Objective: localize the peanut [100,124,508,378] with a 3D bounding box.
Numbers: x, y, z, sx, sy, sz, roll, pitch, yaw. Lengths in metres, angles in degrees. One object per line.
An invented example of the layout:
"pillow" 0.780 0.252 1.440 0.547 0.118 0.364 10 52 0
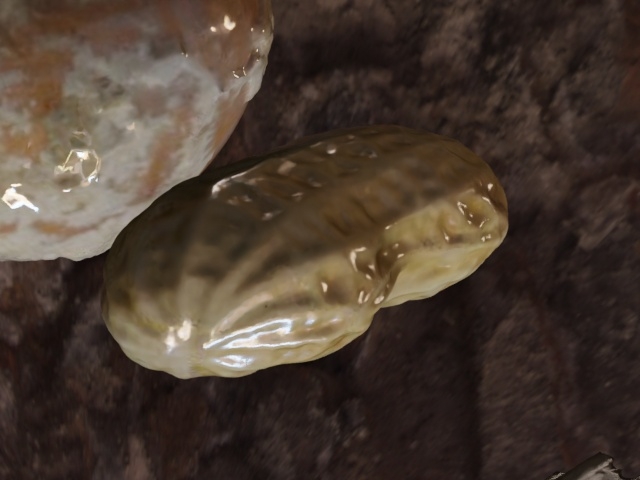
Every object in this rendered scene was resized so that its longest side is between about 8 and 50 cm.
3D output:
"peanut" 0.000 0.000 0.583 0.194 0.093 0.083 -19 -75 -29

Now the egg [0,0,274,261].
"egg" -0.137 -0.087 0.696 0.233 0.195 0.195 -20 -106 3

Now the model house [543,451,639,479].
"model house" 0.149 0.290 1.021 0.243 0.211 0.204 -29 -60 -23
